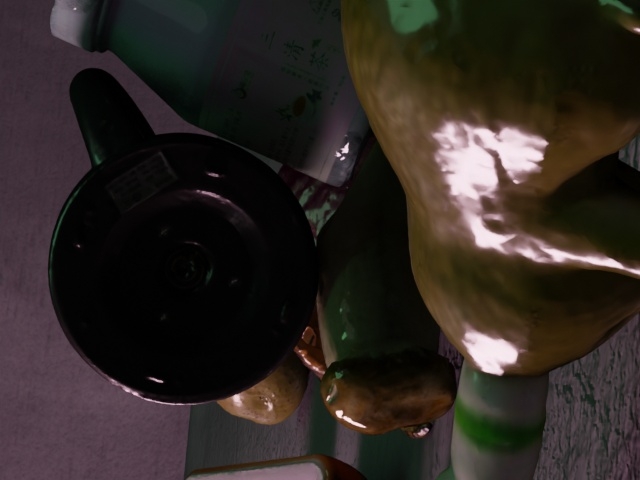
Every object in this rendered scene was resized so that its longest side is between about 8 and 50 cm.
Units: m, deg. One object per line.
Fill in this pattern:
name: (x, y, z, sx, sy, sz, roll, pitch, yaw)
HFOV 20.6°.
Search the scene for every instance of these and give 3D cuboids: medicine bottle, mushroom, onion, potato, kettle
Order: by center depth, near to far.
mushroom: (0.050, 0.006, 1.417, 0.087, 0.107, 0.333, 105, 168, -53)
kettle: (-0.132, -0.023, 1.475, 0.268, 0.207, 0.290, 63, 179, -11)
medicine bottle: (-0.064, -0.209, 1.530, 0.245, 0.290, 0.245, 23, -90, -89)
onion: (0.000, 0.000, 1.755, 0.247, 0.111, 0.250, -93, 15, -54)
potato: (-0.073, 0.112, 2.083, 0.157, 0.157, 0.194, -149, 78, -80)

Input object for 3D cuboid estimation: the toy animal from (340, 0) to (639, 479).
toy animal: (0.119, -0.022, 0.878, 0.181, 0.180, 0.363, -84, -17, -49)

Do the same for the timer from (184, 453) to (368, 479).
timer: (-0.029, 0.329, 1.559, 0.250, 0.161, 0.257, 147, 130, -67)

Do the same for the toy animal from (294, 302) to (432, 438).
toy animal: (0.032, 0.102, 1.513, 0.255, 0.114, 0.116, -118, 11, -55)
